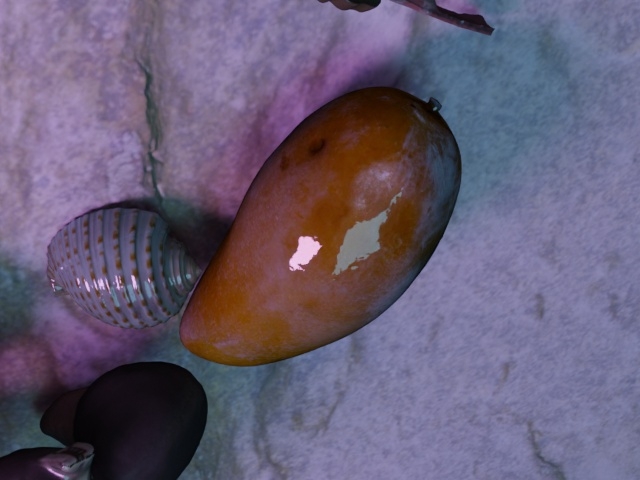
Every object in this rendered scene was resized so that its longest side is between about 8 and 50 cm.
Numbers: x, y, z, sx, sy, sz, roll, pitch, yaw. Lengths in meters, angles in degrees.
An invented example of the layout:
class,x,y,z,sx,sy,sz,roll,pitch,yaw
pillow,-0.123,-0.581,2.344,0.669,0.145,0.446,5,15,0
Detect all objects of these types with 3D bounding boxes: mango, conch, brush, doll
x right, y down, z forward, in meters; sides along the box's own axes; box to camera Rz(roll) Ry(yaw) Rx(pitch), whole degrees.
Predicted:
class,x,y,z,sx,sy,sz,roll,pitch,yaw
mango,0.000,0.000,1.738,0.199,0.221,0.384,44,111,-3
conch,-0.202,0.033,1.750,0.153,0.102,0.135,-13,123,-15
brush,0.064,-0.242,1.624,0.301,0.084,0.071,14,124,-45
doll,-0.318,0.295,1.802,0.379,0.382,0.252,-23,102,-44
